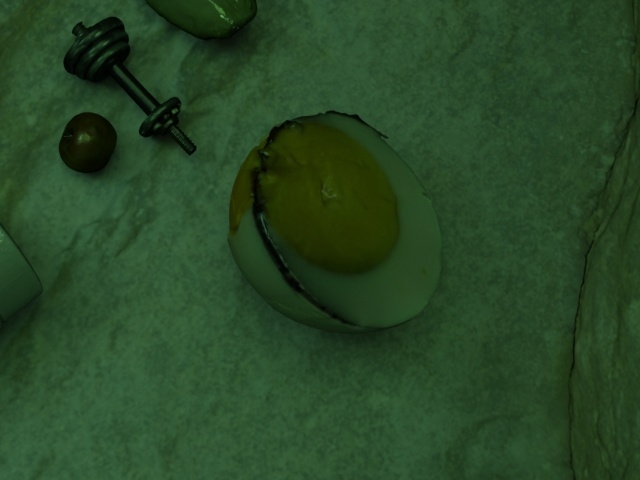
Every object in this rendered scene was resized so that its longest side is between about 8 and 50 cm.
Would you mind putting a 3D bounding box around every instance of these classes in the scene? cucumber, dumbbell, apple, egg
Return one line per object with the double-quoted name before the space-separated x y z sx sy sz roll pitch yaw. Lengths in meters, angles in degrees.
"cucumber" -0.227 -0.425 1.586 0.325 0.105 0.145 45 46 6
"dumbbell" -0.275 -0.223 1.522 0.110 0.110 0.254 -43 90 -17
"apple" -0.336 -0.141 1.490 0.074 0.089 0.090 23 71 -20
"egg" 0.000 0.000 1.439 0.337 0.201 0.337 16 57 -26

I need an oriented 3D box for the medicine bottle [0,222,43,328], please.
"medicine bottle" -0.540 0.097 1.339 0.332 0.190 0.190 -42 84 -16
